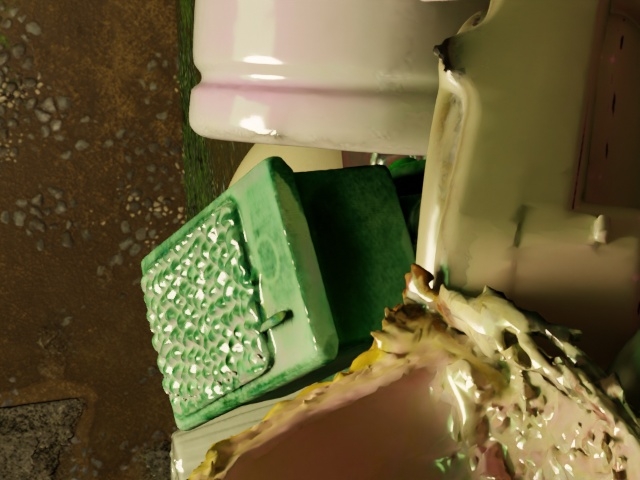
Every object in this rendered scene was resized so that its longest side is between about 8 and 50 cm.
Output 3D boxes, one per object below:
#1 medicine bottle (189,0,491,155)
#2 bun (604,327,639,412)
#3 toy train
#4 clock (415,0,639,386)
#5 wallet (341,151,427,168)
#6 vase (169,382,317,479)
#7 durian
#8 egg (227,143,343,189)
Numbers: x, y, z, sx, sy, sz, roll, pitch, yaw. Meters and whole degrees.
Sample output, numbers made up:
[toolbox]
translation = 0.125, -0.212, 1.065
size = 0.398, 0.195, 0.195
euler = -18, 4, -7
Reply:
[medicine bottle]
translation = 0.025, -0.221, 0.925
size = 0.212, 0.212, 0.325
euler = -158, 70, -75
[bun]
translation = 0.202, 0.156, 0.486
size = 0.293, 0.187, 0.293
euler = 180, 90, -68
[toy train]
translation = 0.009, 0.035, 0.982
size = 0.266, 0.202, 0.145
euler = -34, 68, 57
[clock]
translation = 0.120, 0.017, 0.744
size = 0.309, 0.114, 0.284
euler = 82, -163, -49
[wallet]
translation = 0.080, -0.027, 1.102
size = 0.182, 0.049, 0.229
euler = -11, 84, 52
[vase]
translation = -0.007, 0.181, 1.235
size = 0.128, 0.248, 0.128
euler = 174, 90, -76
[durian]
translation = 0.059, 0.169, 0.476
size = 0.305, 0.185, 0.195
euler = 39, 147, 53
[egg]
translation = 0.000, 0.000, 1.262
size = 0.186, 0.186, 0.241
euler = 163, 117, -77
